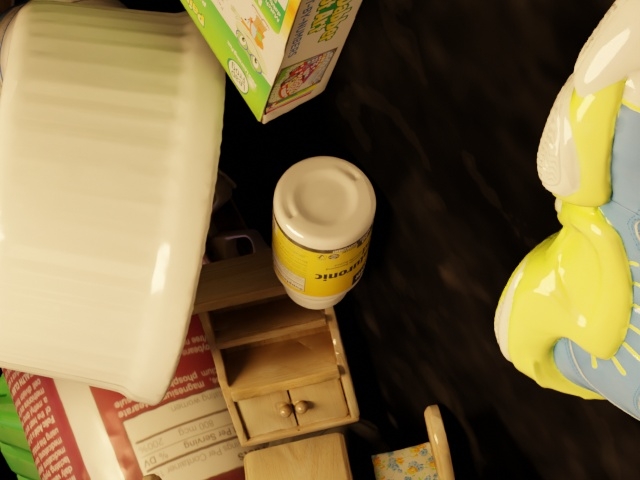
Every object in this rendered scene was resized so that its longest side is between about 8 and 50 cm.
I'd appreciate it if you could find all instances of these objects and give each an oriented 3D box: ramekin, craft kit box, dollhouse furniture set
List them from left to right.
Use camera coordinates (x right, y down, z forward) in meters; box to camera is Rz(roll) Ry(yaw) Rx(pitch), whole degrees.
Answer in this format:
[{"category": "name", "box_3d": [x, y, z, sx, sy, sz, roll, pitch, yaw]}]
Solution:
[{"category": "ramekin", "box_3d": [-0.158, -0.032, 0.892, 0.277, 0.135, 0.277, -171, 90, -77]}, {"category": "craft kit box", "box_3d": [-0.061, -0.218, 0.694, 0.250, 0.061, 0.246, 57, 160, 9]}, {"category": "dollhouse furniture set", "box_3d": [-0.020, 0.143, 0.907, 0.242, 0.212, 0.161, -102, -2, -50]}]

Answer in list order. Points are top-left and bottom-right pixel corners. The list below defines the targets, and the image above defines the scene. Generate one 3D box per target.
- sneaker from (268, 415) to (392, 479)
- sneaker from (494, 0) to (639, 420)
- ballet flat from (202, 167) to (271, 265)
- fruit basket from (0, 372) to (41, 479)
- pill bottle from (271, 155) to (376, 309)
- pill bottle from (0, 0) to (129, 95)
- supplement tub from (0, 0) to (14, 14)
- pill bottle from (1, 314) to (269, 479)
[{"category": "sneaker", "box_3d": [0.056, 0.266, 1.064, 0.286, 0.109, 0.130, 59, 157, -5]}, {"category": "sneaker", "box_3d": [0.142, -0.003, 0.458, 0.126, 0.091, 0.240, 34, 154, 18]}, {"category": "ballet flat", "box_3d": [-0.083, -0.012, 1.082, 0.073, 0.080, 0.232, -28, 95, 45]}, {"category": "fruit basket", "box_3d": [-0.225, 0.287, 1.736, 0.392, 0.283, 0.392, 10, 140, 9]}, {"category": "pill bottle", "box_3d": [0.000, 0.000, 0.849, 0.065, 0.065, 0.116, 53, 162, 20]}, {"category": "pill bottle", "box_3d": [-0.215, -0.151, 1.104, 0.124, 0.124, 0.221, 65, 161, -16]}, {"category": "supplement tub", "box_3d": [-0.421, -0.222, 1.229, 0.316, 0.228, 0.228, -88, -21, -63]}, {"category": "pill bottle", "box_3d": [-0.148, 0.182, 1.187, 0.224, 0.224, 0.392, 113, 136, -69]}]
